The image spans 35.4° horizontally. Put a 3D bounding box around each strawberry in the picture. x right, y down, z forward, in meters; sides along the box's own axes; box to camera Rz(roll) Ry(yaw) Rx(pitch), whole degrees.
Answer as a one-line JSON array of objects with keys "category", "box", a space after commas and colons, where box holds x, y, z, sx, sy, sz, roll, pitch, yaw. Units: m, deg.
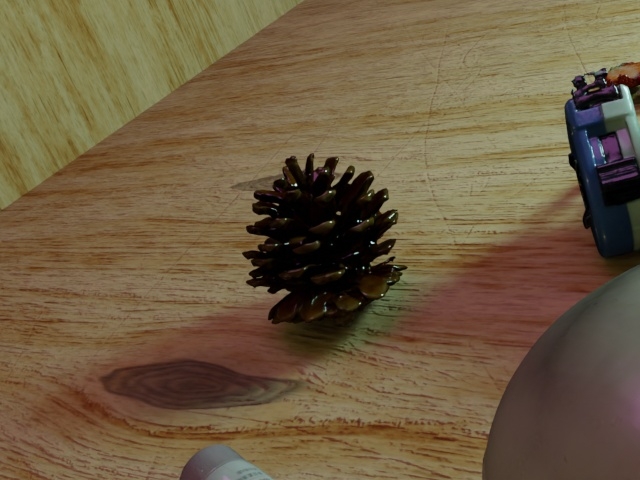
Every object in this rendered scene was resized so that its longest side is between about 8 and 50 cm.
[{"category": "strawberry", "box": [0.554, -0.291, 1.809, 0.104, 0.048, 0.152, -21, 15, 5]}]

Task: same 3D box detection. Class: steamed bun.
[{"category": "steamed bun", "box": [0.307, 0.168, 0.774, 0.374, 0.334, 0.334, -36, 27, -29]}]

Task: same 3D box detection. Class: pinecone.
[{"category": "pinecone", "box": [0.007, -0.003, 1.455, 0.264, 0.264, 0.264, -18, 25, 9]}]

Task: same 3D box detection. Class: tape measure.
[{"category": "tape measure", "box": [0.407, -0.073, 1.405, 0.098, 0.215, 0.351, -15, -19, 14]}]

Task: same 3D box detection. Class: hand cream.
[{"category": "hand cream", "box": [-0.063, 0.315, 1.077, 0.133, 0.083, 0.248, -36, 37, -23]}]

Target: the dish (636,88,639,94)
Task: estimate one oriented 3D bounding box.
[{"category": "dish", "box": [0.639, -0.315, 1.730, 0.234, 0.064, 0.154, -40, -12, -34]}]
